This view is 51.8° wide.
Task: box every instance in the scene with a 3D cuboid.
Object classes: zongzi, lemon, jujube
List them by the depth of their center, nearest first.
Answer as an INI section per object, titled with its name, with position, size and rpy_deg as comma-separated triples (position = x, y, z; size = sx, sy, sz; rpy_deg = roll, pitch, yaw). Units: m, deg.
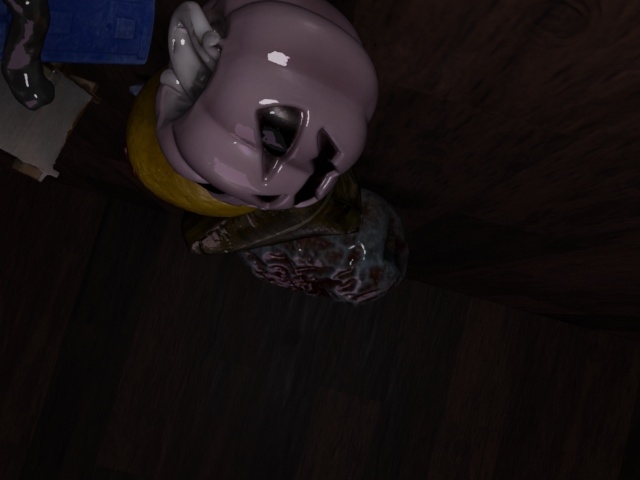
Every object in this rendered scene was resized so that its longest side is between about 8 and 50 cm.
[lemon]
position = -0.111, -0.111, 0.695
size = 0.208, 0.169, 0.170
rpy_deg = 17, 175, 27
[zongzi]
position = -0.106, -0.079, 0.922
size = 0.286, 0.134, 0.288
rpy_deg = -14, 158, 17
[jujube]
position = 0.000, 0.000, 1.190
size = 0.317, 0.225, 0.226
rpy_deg = 7, 171, 25

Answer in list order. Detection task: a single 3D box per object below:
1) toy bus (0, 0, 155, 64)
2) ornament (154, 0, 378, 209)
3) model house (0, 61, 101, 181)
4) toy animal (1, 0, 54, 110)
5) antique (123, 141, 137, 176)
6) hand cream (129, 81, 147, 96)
[toy bus]
position = -0.230, -0.171, 0.474
size = 0.094, 0.079, 0.237
rpy_deg = 18, -159, 28
[ornament]
position = -0.049, -0.113, 0.515
size = 0.178, 0.177, 0.177
rpy_deg = 15, 174, 2
[model house]
position = -0.407, -0.211, 0.628
size = 0.244, 0.169, 0.326
rpy_deg = 20, 173, 28
[toy animal]
position = -0.176, -0.173, 0.310
size = 0.233, 0.084, 0.148
rpy_deg = 40, 155, -1
[antique]
position = -0.271, -0.145, 1.095
size = 0.104, 0.104, 0.104
rpy_deg = 15, 174, 2
[hand cream]
position = -0.167, -0.162, 0.947
size = 0.088, 0.055, 0.256
rpy_deg = 6, 164, 22
